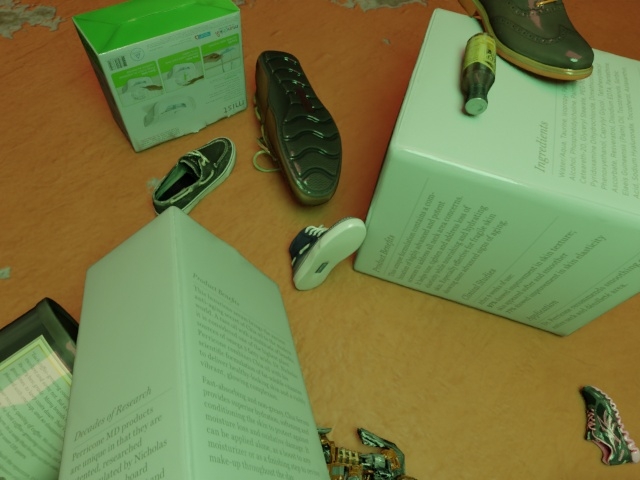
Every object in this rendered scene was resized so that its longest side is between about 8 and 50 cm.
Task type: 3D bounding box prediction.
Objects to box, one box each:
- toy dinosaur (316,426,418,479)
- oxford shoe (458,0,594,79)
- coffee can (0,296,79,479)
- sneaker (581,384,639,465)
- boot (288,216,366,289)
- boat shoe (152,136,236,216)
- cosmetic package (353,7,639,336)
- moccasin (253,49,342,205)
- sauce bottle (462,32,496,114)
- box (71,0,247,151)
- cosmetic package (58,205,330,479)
[{"bbox_3d":[0.082,0.359,0.546,0.322,0.164,0.218,11,40,25],"label":"toy dinosaur"},{"bbox_3d":[0.282,-0.326,0.609,0.097,0.098,0.271,-19,61,-18],"label":"oxford shoe"},{"bbox_3d":[-0.394,0.232,0.533,0.275,0.201,0.201,-39,70,-24],"label":"coffee can"},{"bbox_3d":[0.431,0.285,0.679,0.057,0.047,0.119,-16,61,-2],"label":"sneaker"},{"bbox_3d":[0.000,0.000,0.721,0.069,0.190,0.086,6,53,-34],"label":"boot"},{"bbox_3d":[-0.233,-0.130,0.837,0.078,0.070,0.219,26,61,9],"label":"boat shoe"},{"bbox_3d":[0.298,-0.097,0.720,0.394,0.329,0.327,18,60,4],"label":"cosmetic package"},{"bbox_3d":[-0.063,-0.214,0.876,0.139,0.147,0.380,-9,56,-27],"label":"moccasin"},{"bbox_3d":[0.202,-0.212,0.565,0.042,0.042,0.128,13,61,2],"label":"sauce bottle"},{"bbox_3d":[-0.286,-0.330,0.856,0.262,0.231,0.126,-30,66,-20],"label":"box"},{"bbox_3d":[-0.126,0.202,0.477,0.161,0.230,0.453,-33,45,12],"label":"cosmetic package"}]
